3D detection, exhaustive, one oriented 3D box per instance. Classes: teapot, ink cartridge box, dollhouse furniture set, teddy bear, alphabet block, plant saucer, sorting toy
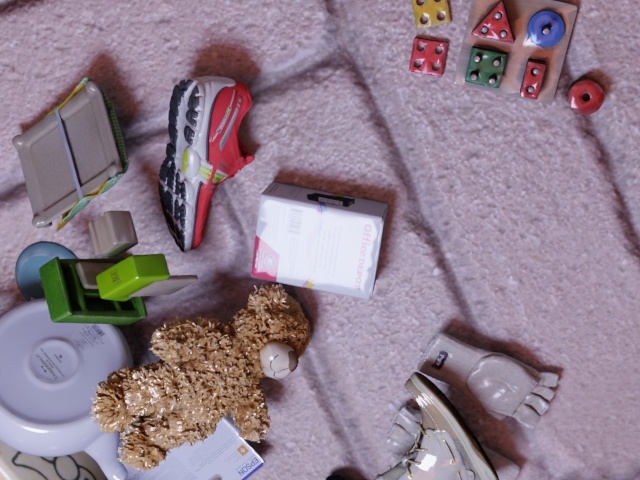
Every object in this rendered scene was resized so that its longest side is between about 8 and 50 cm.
[{"bbox_3d":[-0.408,0.219,1.521,0.253,0.256,0.187,5,148,-13],"label":"teapot"},{"bbox_3d":[-0.230,0.326,1.597,0.223,0.045,0.224,-42,96,21],"label":"ink cartridge box"},{"bbox_3d":[-0.301,-0.051,1.443,0.198,0.151,0.301,-27,72,32],"label":"dollhouse furniture set"},{"bbox_3d":[-0.157,0.203,1.425,0.338,0.113,0.245,-15,111,-15],"label":"teddy bear"},{"bbox_3d":[-0.489,0.392,1.599,0.193,0.192,0.197,-34,98,22],"label":"alphabet block"},{"bbox_3d":[-0.421,0.061,1.556,0.119,0.021,0.119,4,110,11],"label":"plant saucer"},{"bbox_3d":[0.000,0.000,1.420,0.175,0.072,0.127,11,111,7],"label":"ink cartridge box"},{"bbox_3d":[0.240,-0.251,1.296,0.275,0.046,0.132,14,111,7],"label":"sorting toy"}]

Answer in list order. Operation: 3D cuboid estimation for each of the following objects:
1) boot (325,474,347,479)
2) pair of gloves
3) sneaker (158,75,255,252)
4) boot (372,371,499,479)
[{"bbox_3d":[0.100,0.426,1.538,0.207,0.094,0.246,36,118,-6],"label":"boot"},{"bbox_3d":[0.218,0.258,1.483,0.204,0.042,0.240,21,116,1],"label":"pair of gloves"},{"bbox_3d":[-0.151,-0.098,1.405,0.118,0.107,0.279,-7,131,-29],"label":"sneaker"},{"bbox_3d":[0.137,0.305,1.436,0.165,0.077,0.213,-33,109,7],"label":"boot"}]
